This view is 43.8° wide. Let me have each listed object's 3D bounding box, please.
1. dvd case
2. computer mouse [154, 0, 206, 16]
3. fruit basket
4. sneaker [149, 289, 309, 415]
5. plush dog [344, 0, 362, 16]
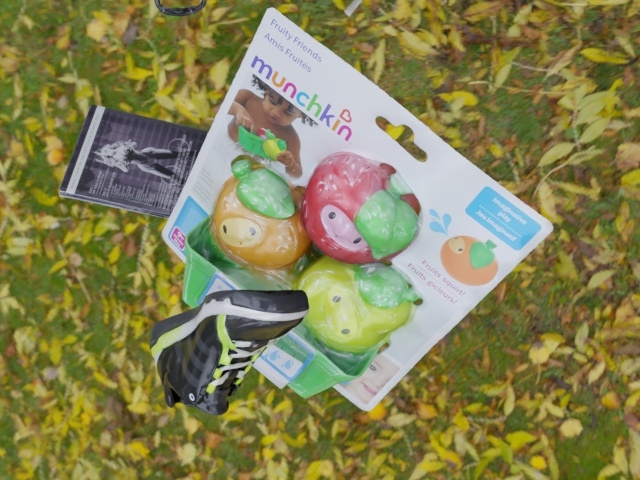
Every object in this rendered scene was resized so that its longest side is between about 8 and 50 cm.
[{"bbox_3d":[-0.256,-0.113,1.188,0.221,0.164,0.018,12,149,-6],"label":"dvd case"},{"bbox_3d":[-0.295,-0.404,1.245,0.041,0.242,0.071,30,106,62],"label":"computer mouse"},{"bbox_3d":[0.000,0.000,0.813,0.327,0.165,0.353,39,138,3],"label":"fruit basket"},{"bbox_3d":[-0.080,0.105,0.713,0.235,0.084,0.097,-28,66,53],"label":"sneaker"},{"bbox_3d":[0.029,-0.473,1.130,0.225,0.210,0.262,39,145,-19],"label":"plush dog"}]
